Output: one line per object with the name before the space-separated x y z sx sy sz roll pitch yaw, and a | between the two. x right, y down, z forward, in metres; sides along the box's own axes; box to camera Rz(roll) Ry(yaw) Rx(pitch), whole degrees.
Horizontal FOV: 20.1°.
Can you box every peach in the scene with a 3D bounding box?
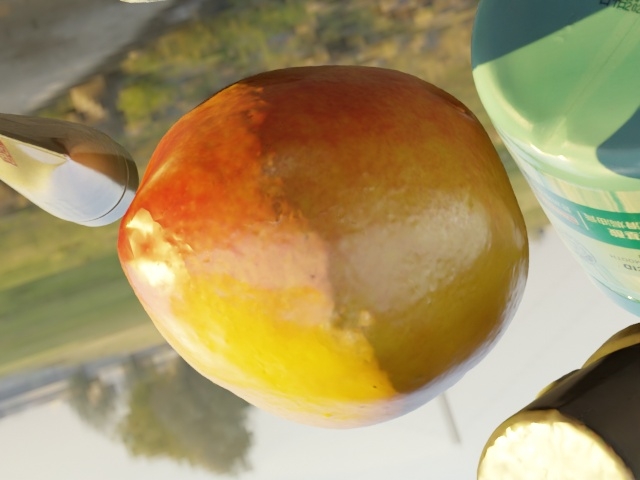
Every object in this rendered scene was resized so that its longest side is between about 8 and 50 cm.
peach | 0.004 -0.003 1.337 0.289 0.289 0.308 -19 145 18

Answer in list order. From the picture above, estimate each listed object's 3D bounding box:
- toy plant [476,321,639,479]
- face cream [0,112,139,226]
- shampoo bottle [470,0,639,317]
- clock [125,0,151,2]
toy plant | 0.287 0.135 1.406 0.400 0.279 0.185 -19 160 -48
face cream | -0.225 -0.068 1.467 0.137 0.084 0.341 18 178 8
shampoo bottle | 0.345 -0.131 1.727 0.331 0.331 0.343 -19 147 15
clock | -0.111 -0.299 1.703 0.236 0.053 0.236 -32 157 -15
